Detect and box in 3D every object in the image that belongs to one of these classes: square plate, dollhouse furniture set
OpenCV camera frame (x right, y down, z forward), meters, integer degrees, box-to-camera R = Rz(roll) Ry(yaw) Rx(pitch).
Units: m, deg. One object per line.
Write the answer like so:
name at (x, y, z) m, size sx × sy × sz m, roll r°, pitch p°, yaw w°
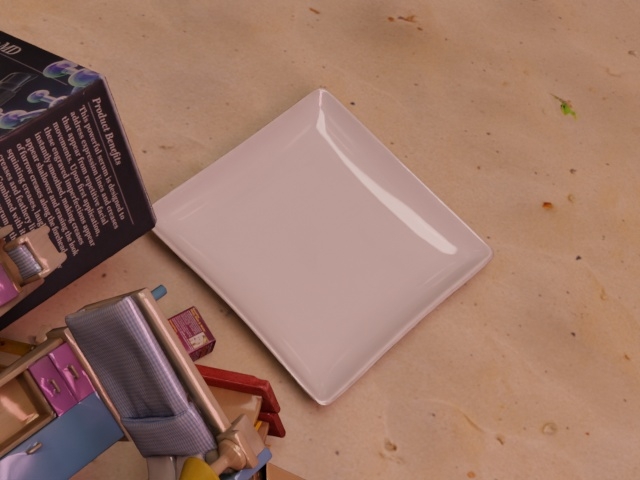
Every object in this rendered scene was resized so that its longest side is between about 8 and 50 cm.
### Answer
square plate at (0.000, 0.000, 1.477) m, size 0.344 × 0.049 × 0.347 m, roll -39°, pitch 77°, yaw -28°
dollhouse furniture set at (-0.243, 0.135, 0.983) m, size 0.198 × 0.303 × 0.286 m, roll -37°, pitch 104°, yaw -36°
dollhouse furniture set at (-0.244, 0.236, 1.256) m, size 0.374 × 0.152 × 0.201 m, roll 11°, pitch 59°, yaw 12°

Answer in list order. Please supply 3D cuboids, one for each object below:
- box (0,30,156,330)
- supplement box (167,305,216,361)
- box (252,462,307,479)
box at (-0.440, -0.042, 1.228) m, size 0.395 × 0.212 × 0.294 m, roll -37°, pitch 43°, yaw -29°
supplement box at (-0.179, 0.127, 1.366) m, size 0.083 × 0.043 × 0.055 m, roll -26°, pitch 71°, yaw -24°
box at (-0.017, 0.342, 1.217) m, size 0.021 × 0.201 × 0.164 m, roll -16°, pitch 61°, yaw 21°
